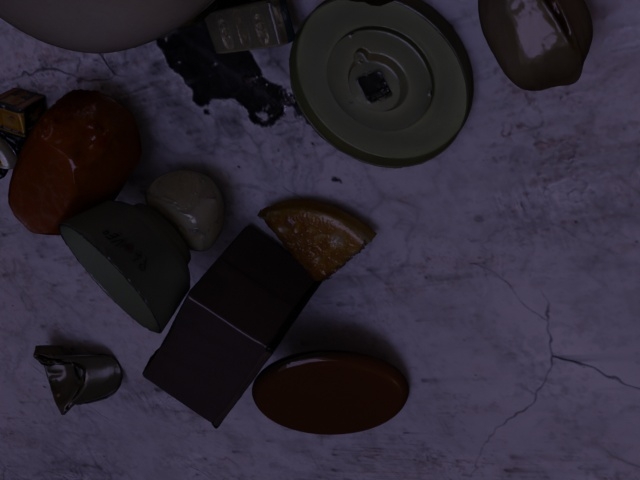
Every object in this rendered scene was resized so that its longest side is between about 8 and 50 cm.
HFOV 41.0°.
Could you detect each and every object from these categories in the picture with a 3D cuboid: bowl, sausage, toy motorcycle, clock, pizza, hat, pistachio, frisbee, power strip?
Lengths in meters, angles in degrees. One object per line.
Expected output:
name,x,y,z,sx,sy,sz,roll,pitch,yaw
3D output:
bowl,-0.266,0.023,1.239,0.211,0.112,0.211,37,155,20
sausage,-0.369,-0.107,1.276,0.153,0.141,0.268,46,134,0
toy motorcycle,-0.561,-0.192,1.366,0.263,0.091,0.157,18,125,14
clock,0.069,-0.190,1.037,0.235,0.029,0.235,16,132,19
pizza,0.000,0.000,1.225,0.178,0.041,0.131,2,124,29
hat,-0.475,0.261,1.708,0.175,0.085,0.147,-8,112,8
pistachio,0.216,-0.225,0.868,0.113,0.113,0.149,-16,117,38
frisbee,0.016,0.248,1.362,0.251,0.021,0.251,0,140,0
power strip,-0.089,-0.263,1.051,0.123,0.032,0.056,4,117,41

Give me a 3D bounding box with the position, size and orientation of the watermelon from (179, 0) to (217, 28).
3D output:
watermelon,-0.167,-0.317,1.023,0.105,0.105,0.133,35,120,0

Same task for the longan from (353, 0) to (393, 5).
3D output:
longan,0.051,-0.379,0.648,0.391,0.391,0.391,16,132,19

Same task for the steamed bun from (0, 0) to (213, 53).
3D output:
steamed bun,-0.252,-0.376,0.859,0.374,0.241,0.374,8,106,30

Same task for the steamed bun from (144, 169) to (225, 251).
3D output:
steamed bun,-0.190,-0.048,1.260,0.130,0.091,0.112,25,143,33

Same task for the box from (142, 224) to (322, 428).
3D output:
box,-0.136,0.132,1.312,0.153,0.188,0.252,36,137,-1
